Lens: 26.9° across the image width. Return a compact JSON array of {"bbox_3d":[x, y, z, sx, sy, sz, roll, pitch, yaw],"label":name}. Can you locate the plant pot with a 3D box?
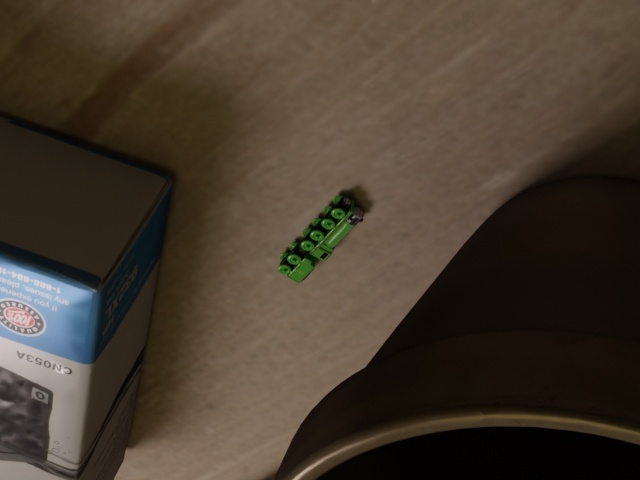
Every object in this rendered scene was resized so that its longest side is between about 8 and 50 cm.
[{"bbox_3d":[0.153,0.118,0.758,0.323,0.280,0.323,10,130,12],"label":"plant pot"}]

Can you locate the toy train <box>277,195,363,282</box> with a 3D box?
[{"bbox_3d":[0.000,0.000,0.888,0.024,0.017,0.083,29,131,-18],"label":"toy train"}]

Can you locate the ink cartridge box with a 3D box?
[{"bbox_3d":[-0.247,0.068,0.950,0.223,0.129,0.307,19,131,4],"label":"ink cartridge box"}]
